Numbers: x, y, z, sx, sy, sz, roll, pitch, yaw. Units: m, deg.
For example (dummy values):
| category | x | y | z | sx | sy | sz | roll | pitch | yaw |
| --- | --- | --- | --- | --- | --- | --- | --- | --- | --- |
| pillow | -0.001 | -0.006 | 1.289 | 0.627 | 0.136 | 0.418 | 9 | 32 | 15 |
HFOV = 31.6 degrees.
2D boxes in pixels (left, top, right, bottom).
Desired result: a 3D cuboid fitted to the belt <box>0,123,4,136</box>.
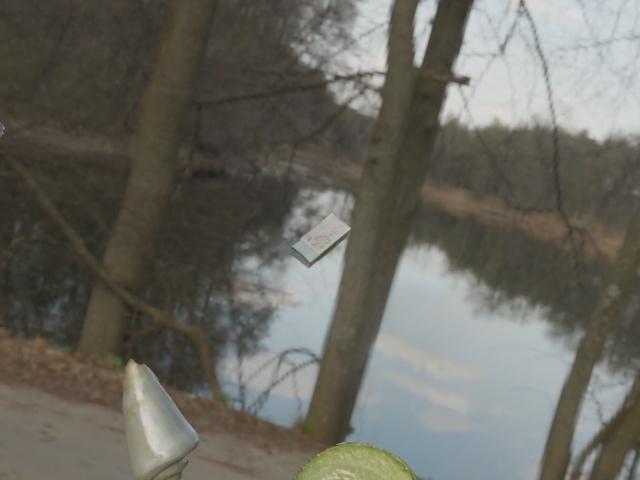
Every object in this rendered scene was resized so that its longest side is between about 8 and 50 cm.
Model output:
| category | x | y | z | sx | sy | sz | roll | pitch | yaw |
| --- | --- | --- | --- | --- | --- | --- | --- | --- | --- |
| belt | -0.537 | -0.115 | 1.599 | 0.124 | 0.201 | 0.128 | 43 | 15 | -14 |

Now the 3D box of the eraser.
| category | x | y | z | sx | sy | sz | roll | pitch | yaw |
| --- | --- | --- | --- | --- | --- | --- | --- | --- | --- |
| eraser | 0.000 | 0.000 | 1.500 | 0.038 | 0.083 | 0.019 | 41 | -32 | 17 |

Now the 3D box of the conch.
| category | x | y | z | sx | sy | sz | roll | pitch | yaw |
| --- | --- | --- | --- | --- | --- | --- | --- | --- | --- |
| conch | -0.220 | 0.245 | 1.473 | 0.176 | 0.094 | 0.104 | 57 | 33 | 11 |

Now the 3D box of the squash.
| category | x | y | z | sx | sy | sz | roll | pitch | yaw |
| --- | --- | --- | --- | --- | --- | --- | --- | --- | --- |
| squash | 0.052 | 0.400 | 1.631 | 0.219 | 0.219 | 0.041 | 16 | 0 | 14 |
